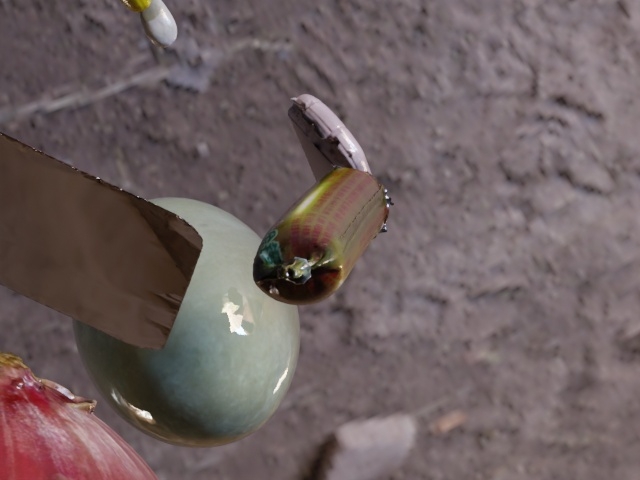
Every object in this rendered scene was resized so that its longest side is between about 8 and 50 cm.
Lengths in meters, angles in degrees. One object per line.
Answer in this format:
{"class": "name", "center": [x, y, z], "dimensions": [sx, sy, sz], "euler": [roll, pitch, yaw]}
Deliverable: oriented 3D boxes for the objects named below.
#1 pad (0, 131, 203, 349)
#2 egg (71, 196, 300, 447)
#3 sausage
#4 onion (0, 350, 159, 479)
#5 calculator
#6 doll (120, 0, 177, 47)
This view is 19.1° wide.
{"class": "pad", "center": [-0.169, 0.001, 1.219], "dimensions": [0.181, 0.004, 0.267], "euler": [26, 157, -2]}
{"class": "egg", "center": [-0.154, 0.091, 2.173], "dimensions": [0.258, 0.352, 0.258], "euler": [-6, 119, -10]}
{"class": "sausage", "center": [0.000, 0.000, 1.515], "dimensions": [0.082, 0.082, 0.371], "euler": [-35, -178, 11]}
{"class": "onion", "center": [-0.221, 0.211, 1.040], "dimensions": [0.341, 0.341, 0.341], "euler": [-15, 139, -13]}
{"class": "calculator", "center": [0.017, -0.071, 1.814], "dimensions": [0.032, 0.100, 0.175], "euler": [-37, 150, -8]}
{"class": "doll", "center": [-0.139, -0.197, 1.345], "dimensions": [0.071, 0.113, 0.135], "euler": [-27, 114, -2]}
